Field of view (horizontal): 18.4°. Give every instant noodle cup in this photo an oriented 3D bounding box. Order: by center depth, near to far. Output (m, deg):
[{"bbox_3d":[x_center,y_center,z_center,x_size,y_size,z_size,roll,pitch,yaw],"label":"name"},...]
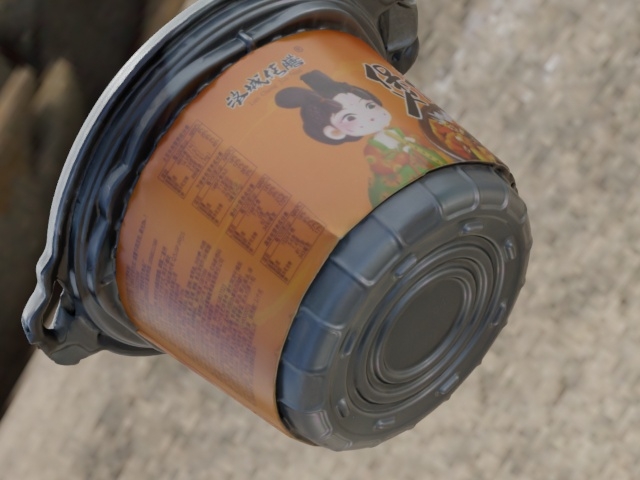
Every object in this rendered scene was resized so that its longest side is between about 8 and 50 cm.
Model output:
[{"bbox_3d":[0.000,0.000,0.768,0.125,0.177,0.208,38,88,33],"label":"instant noodle cup"}]
